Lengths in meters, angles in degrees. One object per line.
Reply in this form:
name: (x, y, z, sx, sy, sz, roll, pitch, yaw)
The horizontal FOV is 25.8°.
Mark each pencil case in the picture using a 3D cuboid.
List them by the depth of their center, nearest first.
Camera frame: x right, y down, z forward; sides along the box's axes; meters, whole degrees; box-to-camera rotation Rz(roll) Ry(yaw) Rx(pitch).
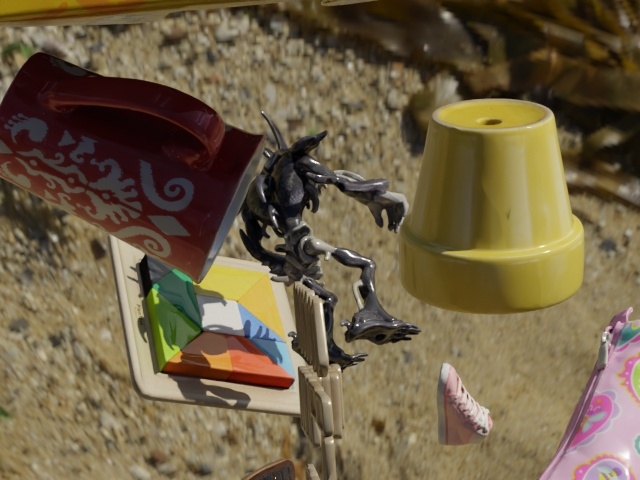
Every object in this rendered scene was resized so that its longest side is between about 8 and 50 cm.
pencil case: (0.287, 0.204, 1.392, 0.124, 0.124, 0.284, 28, 58, 10)

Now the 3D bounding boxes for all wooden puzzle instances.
wooden puzzle: (-0.114, 0.090, 1.540, 0.238, 0.044, 0.221, 15, 40, -32)

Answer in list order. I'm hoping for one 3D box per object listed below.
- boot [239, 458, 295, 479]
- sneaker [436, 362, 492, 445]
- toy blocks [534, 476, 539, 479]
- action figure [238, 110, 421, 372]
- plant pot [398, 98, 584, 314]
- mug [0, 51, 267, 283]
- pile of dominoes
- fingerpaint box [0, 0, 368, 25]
boot: (-0.126, 0.317, 1.667, 0.106, 0.082, 0.219, 5, 25, 36)
sneaker: (0.182, 0.208, 1.766, 0.070, 0.134, 0.051, 4, 40, 12)
toy blocks: (0.428, 0.305, 1.730, 0.261, 0.381, 0.191, -41, 51, 13)
action figure: (0.000, 0.000, 1.449, 0.164, 0.141, 0.276, -36, 61, 30)
plant pot: (0.228, -0.056, 1.883, 0.254, 0.254, 0.239, -4, 111, -2)
mug: (-0.130, -0.070, 0.962, 0.169, 0.150, 0.113, 24, 35, 1)
pile of dominoes: (0.010, 0.135, 1.168, 0.040, 0.251, 0.196, -3, 91, -6)
fingerpaint box: (-0.081, -0.246, 1.016, 0.371, 0.445, 0.163, -8, 101, -15)
